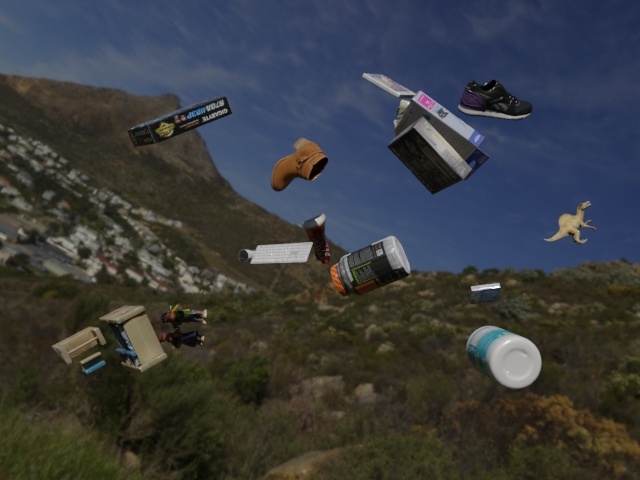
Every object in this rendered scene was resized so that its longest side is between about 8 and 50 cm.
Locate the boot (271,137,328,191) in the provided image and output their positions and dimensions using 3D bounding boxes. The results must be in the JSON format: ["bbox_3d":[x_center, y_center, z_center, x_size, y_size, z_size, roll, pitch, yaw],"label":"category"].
[{"bbox_3d":[-0.066,-0.208,1.674,0.073,0.197,0.152,20,18,-41],"label":"boot"}]

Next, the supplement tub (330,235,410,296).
[{"bbox_3d":[0.131,0.074,1.464,0.117,0.190,0.117,56,20,-32],"label":"supplement tub"}]

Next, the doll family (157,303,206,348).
[{"bbox_3d":[-0.339,0.214,1.340,0.111,0.193,0.076,1,36,-15],"label":"doll family"}]

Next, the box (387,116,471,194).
[{"bbox_3d":[0.347,-0.268,1.782,0.231,0.056,0.183,44,-23,-6],"label":"box"}]

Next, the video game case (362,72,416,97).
[{"bbox_3d":[0.308,-0.687,2.454,0.201,0.023,0.183,36,29,21],"label":"video game case"}]

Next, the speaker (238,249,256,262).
[{"bbox_3d":[-0.280,0.066,2.322,0.055,0.055,0.136,27,13,32],"label":"speaker"}]

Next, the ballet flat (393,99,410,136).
[{"bbox_3d":[0.323,-0.487,2.216,0.052,0.057,0.168,34,-48,22],"label":"ballet flat"}]

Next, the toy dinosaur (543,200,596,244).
[{"bbox_3d":[0.699,-0.028,1.541,0.092,0.183,0.053,46,-14,12],"label":"toy dinosaur"}]

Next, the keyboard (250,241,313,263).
[{"bbox_3d":[-0.131,0.043,1.821,0.256,0.072,0.014,-4,-39,41],"label":"keyboard"}]

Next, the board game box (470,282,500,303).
[{"bbox_3d":[0.533,0.173,1.792,0.090,0.020,0.090,-8,-37,8],"label":"board game box"}]

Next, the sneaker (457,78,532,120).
[{"bbox_3d":[0.648,-0.513,1.992,0.283,0.124,0.107,0,36,-14],"label":"sneaker"}]

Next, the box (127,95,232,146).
[{"bbox_3d":[-0.357,-0.301,1.398,0.175,0.220,0.051,10,-55,55],"label":"box"}]

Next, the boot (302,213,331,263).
[{"bbox_3d":[0.000,0.000,2.006,0.244,0.088,0.176,141,-72,-86],"label":"boot"}]

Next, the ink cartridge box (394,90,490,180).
[{"bbox_3d":[0.412,-0.345,1.855,0.311,0.065,0.186,39,-24,3],"label":"ink cartridge box"}]

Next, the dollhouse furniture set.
[{"bbox_3d":[-0.462,0.239,1.198,0.129,0.184,0.129,-8,-73,52],"label":"dollhouse furniture set"}]

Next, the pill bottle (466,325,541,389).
[{"bbox_3d":[0.515,0.330,1.604,0.146,0.146,0.264,31,-2,-3],"label":"pill bottle"}]
